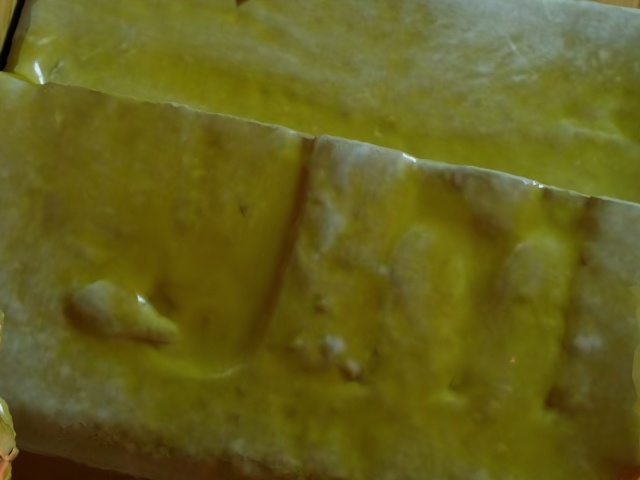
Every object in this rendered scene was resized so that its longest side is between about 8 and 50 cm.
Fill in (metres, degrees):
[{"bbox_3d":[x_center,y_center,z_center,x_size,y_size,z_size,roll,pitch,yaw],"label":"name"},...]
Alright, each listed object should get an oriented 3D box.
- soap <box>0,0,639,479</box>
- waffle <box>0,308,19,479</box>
[{"bbox_3d":[0.000,0.000,0.667,0.143,0.281,0.259,91,10,-71],"label":"soap"},{"bbox_3d":[-0.125,0.140,0.454,0.291,0.051,0.291,-2,90,-81],"label":"waffle"}]
